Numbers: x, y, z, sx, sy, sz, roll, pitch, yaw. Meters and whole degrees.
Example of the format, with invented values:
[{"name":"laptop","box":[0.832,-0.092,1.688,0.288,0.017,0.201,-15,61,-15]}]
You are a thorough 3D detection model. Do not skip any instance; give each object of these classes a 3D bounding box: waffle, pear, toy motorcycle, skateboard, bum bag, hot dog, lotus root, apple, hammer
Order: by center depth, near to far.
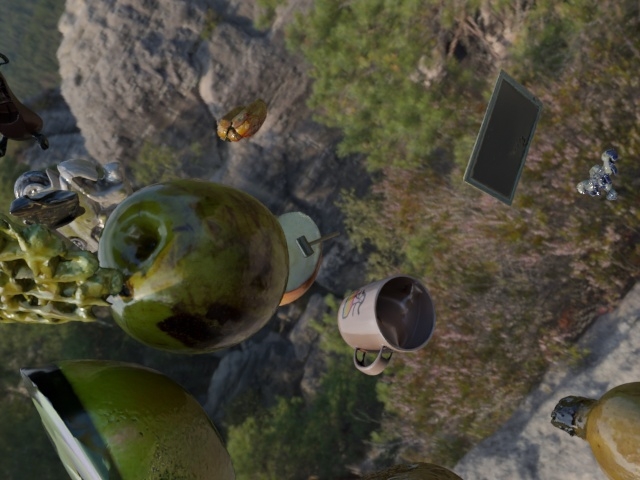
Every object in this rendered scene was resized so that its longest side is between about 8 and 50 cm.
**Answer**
[{"name":"skateboard","box":[-0.380,-0.175,0.767,0.067,0.151,0.080,-9,53,0]},{"name":"waffle","box":[-0.420,0.039,0.795,0.317,0.297,0.073,-12,61,34]},{"name":"hot dog","box":[-0.101,-0.158,0.856,0.062,0.038,0.144,-18,18,10]},{"name":"lotus root","box":[0.467,0.285,0.899,0.310,0.183,0.182,17,81,45]},{"name":"pear","box":[-0.245,0.313,0.917,0.165,0.399,0.399,-31,16,-31]},{"name":"pear","box":[-0.184,0.037,0.949,0.283,0.283,0.283,-35,41,38]},{"name":"bum bag","box":[-0.470,-0.053,1.129,0.248,0.102,0.069,180,92,-73]},{"name":"hammer","box":[0.000,0.000,1.139,0.019,0.110,0.035,-36,80,38]},{"name":"toy motorcycle","box":[-0.517,-0.081,1.515,0.223,0.341,0.108,-40,34,8]},{"name":"apple","box":[-0.140,0.053,1.595,0.163,0.293,0.251,83,-163,-64]}]

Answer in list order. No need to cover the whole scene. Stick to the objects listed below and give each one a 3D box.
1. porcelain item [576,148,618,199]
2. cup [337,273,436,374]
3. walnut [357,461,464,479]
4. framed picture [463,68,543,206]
[{"name":"porcelain item","box":[0.537,-0.108,1.222,0.136,0.021,0.075,98,150,-64]},{"name":"cup","box":[0.150,0.224,1.647,0.200,0.191,0.253,-24,39,56]},{"name":"walnut","box":[0.125,0.380,0.858,0.207,0.167,0.167,-21,50,30]},{"name":"framed picture","box":[0.437,-0.237,1.536,0.016,0.216,0.273,18,89,47]}]
